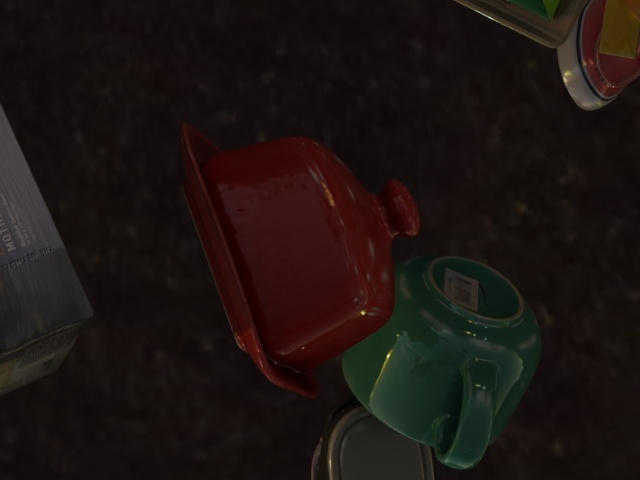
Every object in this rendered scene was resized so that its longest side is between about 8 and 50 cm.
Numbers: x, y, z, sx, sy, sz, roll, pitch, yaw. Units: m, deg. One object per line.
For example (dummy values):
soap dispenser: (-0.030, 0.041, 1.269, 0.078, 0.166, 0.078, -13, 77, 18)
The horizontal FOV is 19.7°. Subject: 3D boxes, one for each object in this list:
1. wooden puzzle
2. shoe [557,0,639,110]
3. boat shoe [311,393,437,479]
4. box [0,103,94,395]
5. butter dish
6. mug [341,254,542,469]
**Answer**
wooden puzzle: (0.086, -0.124, 0.767, 0.116, 0.014, 0.078, 22, 117, 11)
shoe: (0.222, -0.152, 1.235, 0.081, 0.178, 0.063, -18, 111, 36)
boat shoe: (0.048, 0.280, 1.410, 0.112, 0.095, 0.335, -3, 94, -8)
box: (-0.192, -0.015, 0.978, 0.056, 0.183, 0.231, -23, 176, -16)
butter dish: (0.000, 0.000, 1.063, 0.118, 0.160, 0.160, -21, 169, 6)
mug: (0.100, 0.079, 1.301, 0.129, 0.158, 0.097, -9, 133, -45)
